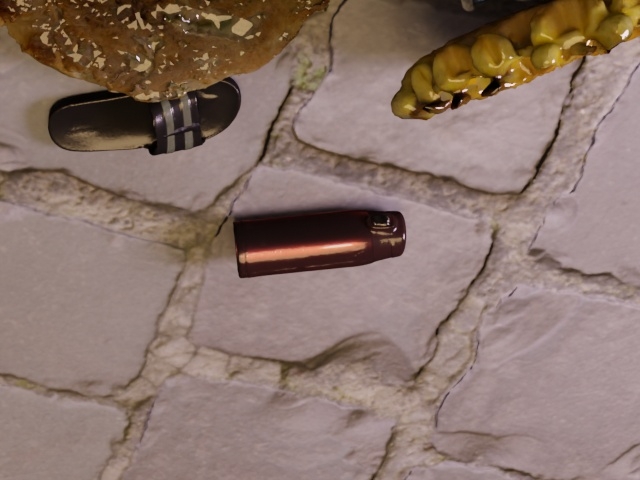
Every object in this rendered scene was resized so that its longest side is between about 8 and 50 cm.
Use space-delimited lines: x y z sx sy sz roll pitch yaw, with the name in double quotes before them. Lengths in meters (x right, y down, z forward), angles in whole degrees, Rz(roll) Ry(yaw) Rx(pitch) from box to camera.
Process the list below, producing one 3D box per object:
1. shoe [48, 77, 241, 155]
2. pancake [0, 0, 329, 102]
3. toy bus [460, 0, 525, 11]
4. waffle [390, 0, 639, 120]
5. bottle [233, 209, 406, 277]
"shoe" -0.159 -0.104 1.661 0.179 0.049 0.071 -8 127 -1
"pancake" -0.136 -0.272 1.536 0.356 0.065 0.356 -2 124 -3
"toy bus" 0.225 -0.310 1.476 0.287 0.175 0.138 -16 121 5
"waffle" 0.217 -0.180 1.525 0.329 0.329 0.062 -21 94 9
"bottle" 0.000 0.000 1.750 0.164 0.060 0.060 -6 126 -3
